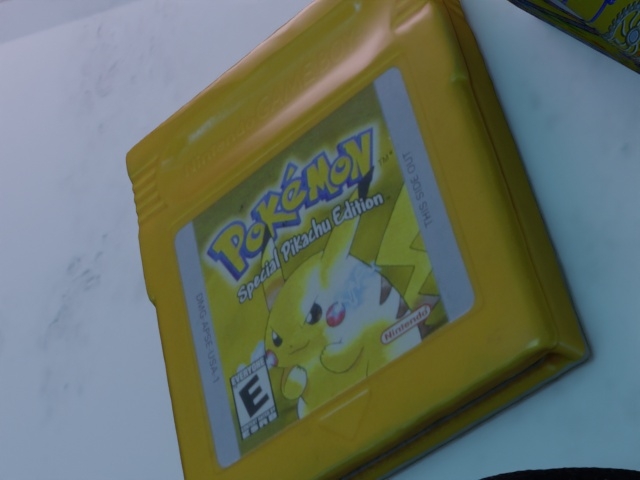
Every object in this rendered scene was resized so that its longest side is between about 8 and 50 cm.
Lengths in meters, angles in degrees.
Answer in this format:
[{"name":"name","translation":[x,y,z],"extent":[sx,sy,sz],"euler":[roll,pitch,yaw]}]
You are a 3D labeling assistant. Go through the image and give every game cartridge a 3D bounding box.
[{"name":"game cartridge","translation":[0.000,0.000,0.946],"extent":[0.285,0.053,0.323],"euler":[-36,53,28]}]

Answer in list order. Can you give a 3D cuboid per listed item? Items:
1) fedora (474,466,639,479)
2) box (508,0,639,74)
[{"name":"fedora","translation":[0.140,0.226,0.614],"extent":[0.334,0.334,0.152],"euler":[18,117,46]},{"name":"box","translation":[0.156,-0.261,0.741],"extent":[0.177,0.279,0.290],"euler":[40,103,45]}]
